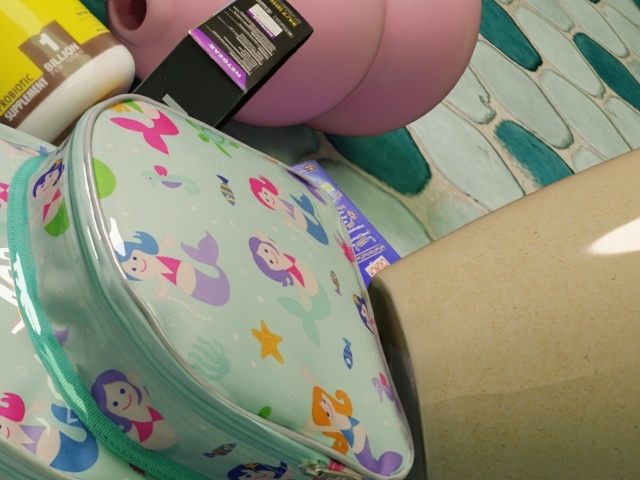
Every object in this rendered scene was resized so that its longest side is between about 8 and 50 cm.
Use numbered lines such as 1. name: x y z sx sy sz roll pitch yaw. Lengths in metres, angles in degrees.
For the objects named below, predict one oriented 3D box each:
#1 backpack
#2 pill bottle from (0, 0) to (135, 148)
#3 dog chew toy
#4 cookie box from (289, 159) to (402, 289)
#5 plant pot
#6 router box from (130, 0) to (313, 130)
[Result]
1. backpack: -0.097 0.053 0.609 0.253 0.191 0.225 21 36 -34
2. pill bottle: -0.214 -0.129 0.774 0.215 0.117 0.117 44 25 -1
3. dog chew toy: -0.024 -0.173 1.047 0.331 0.206 0.207 -13 61 -51
4. cookie box: 0.000 0.000 0.987 0.107 0.040 0.092 49 25 9
5. plant pot: 0.167 0.060 0.660 0.274 0.256 0.256 -8 44 -9
6. router box: -0.091 -0.056 0.774 0.046 0.179 0.133 45 25 -5
